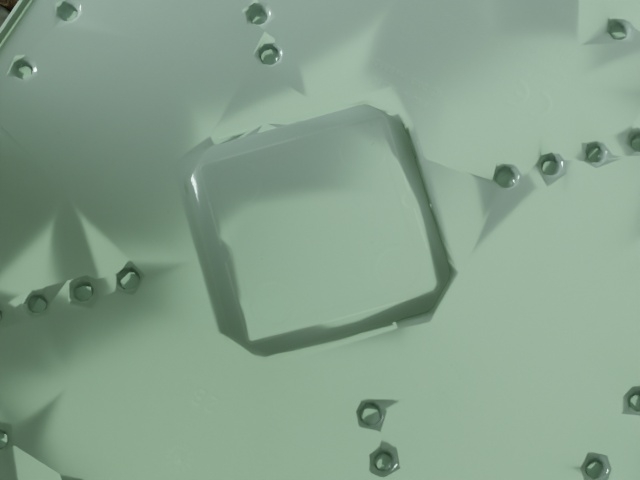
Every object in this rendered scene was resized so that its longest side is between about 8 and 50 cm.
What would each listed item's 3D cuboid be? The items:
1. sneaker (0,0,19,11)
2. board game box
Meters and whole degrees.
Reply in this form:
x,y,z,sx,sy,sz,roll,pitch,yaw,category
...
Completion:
x,y,z,sx,sy,sz,roll,pitch,yaw,category
-0.213,-0.175,0.884,0.071,0.066,0.188,-40,71,1,sneaker
0.000,0.000,0.788,0.390,0.050,0.390,28,77,11,board game box
